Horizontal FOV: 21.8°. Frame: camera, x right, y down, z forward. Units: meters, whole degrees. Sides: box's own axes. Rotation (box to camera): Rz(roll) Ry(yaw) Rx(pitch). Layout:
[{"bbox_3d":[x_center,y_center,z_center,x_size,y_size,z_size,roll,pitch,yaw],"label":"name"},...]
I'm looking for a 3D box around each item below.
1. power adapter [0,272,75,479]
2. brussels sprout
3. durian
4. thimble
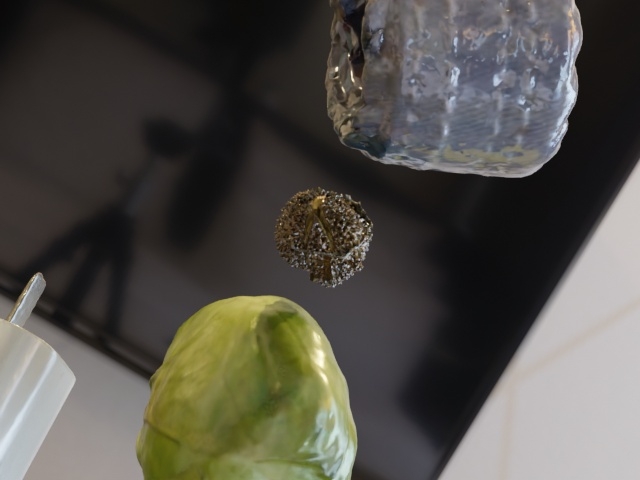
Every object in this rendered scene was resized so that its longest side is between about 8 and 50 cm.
[{"bbox_3d":[-0.325,0.128,1.433,0.187,0.255,0.124,20,-21,19],"label":"power adapter"},{"bbox_3d":[-0.065,0.147,1.368,0.161,0.223,0.223,3,21,-40],"label":"brussels sprout"},{"bbox_3d":[0.000,0.000,1.346,0.080,0.091,0.080,11,42,-10],"label":"durian"},{"bbox_3d":[0.092,-0.157,1.284,0.172,0.205,0.236,3,22,-8],"label":"thimble"}]
